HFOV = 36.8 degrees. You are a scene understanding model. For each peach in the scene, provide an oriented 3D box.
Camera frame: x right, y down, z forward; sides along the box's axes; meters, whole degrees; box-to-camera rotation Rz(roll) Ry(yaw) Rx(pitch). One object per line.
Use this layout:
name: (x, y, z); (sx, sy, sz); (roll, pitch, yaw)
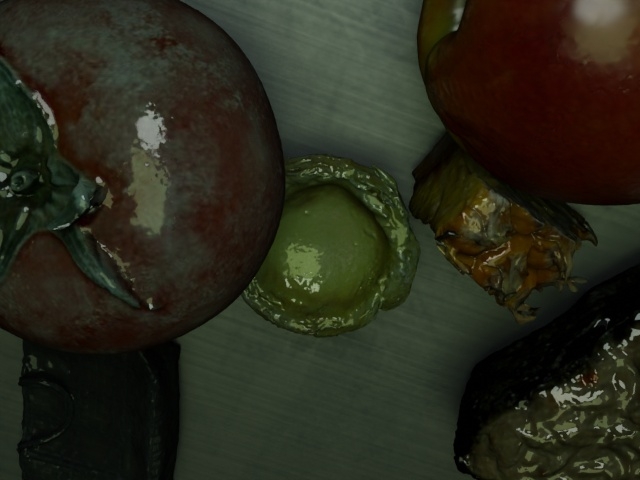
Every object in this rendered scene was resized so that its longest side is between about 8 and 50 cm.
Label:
peach: (0.250, -0.176, 0.779); (0.333, 0.308, 0.307); (-1, 111, -19)

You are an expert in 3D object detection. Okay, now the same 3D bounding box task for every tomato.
tomato: (-0.184, -0.058, 0.817); (0.317, 0.282, 0.316); (3, 99, 16)

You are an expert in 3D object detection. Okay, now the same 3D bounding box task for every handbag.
handbag: (-0.242, 0.196, 1.030); (0.175, 0.088, 0.270); (9, 110, 6)

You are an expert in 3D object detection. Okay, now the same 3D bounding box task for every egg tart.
egg tart: (0.000, 0.000, 0.951); (0.197, 0.078, 0.197); (1, 109, 3)

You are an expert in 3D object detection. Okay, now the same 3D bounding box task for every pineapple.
pineapple: (0.164, -0.022, 0.903); (0.114, 0.236, 0.186); (-45, 58, 12)

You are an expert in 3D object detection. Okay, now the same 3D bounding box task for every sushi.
sushi: (0.299, 0.159, 0.943); (0.350, 0.171, 0.210); (-25, 108, 14)
